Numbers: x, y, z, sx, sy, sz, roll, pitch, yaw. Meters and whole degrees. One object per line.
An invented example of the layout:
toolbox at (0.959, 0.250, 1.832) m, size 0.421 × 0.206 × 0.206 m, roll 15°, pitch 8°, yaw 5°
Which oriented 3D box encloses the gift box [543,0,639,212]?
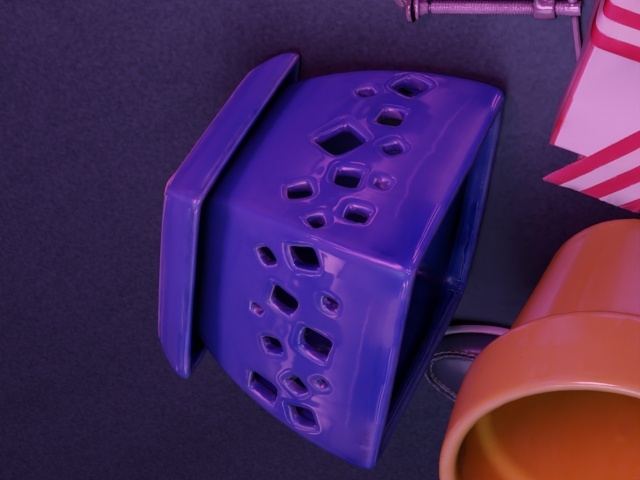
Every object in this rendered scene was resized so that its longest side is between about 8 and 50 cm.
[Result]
gift box at (0.276, -0.159, 1.137) m, size 0.276 × 0.258 × 0.255 m, roll 15°, pitch 134°, yaw 5°

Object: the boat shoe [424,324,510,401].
boat shoe at (0.203, 0.157, 1.579) m, size 0.254 × 0.079 × 0.095 m, roll 26°, pitch 135°, yaw -5°

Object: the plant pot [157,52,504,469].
plant pot at (0.000, 0.000, 1.411) m, size 0.212 × 0.236 × 0.236 m, roll 19°, pitch 135°, yaw 13°

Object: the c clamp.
c clamp at (0.119, -0.189, 1.330) m, size 0.160 × 0.022 × 0.137 m, roll 7°, pitch 133°, yaw 13°

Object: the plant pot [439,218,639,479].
plant pot at (0.241, 0.118, 1.418) m, size 0.254 × 0.239 × 0.254 m, roll 10°, pitch 134°, yaw 11°

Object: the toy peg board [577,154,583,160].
toy peg board at (0.278, -0.091, 1.276) m, size 0.161 × 0.161 × 0.079 m, roll 20°, pitch 122°, yaw 2°
